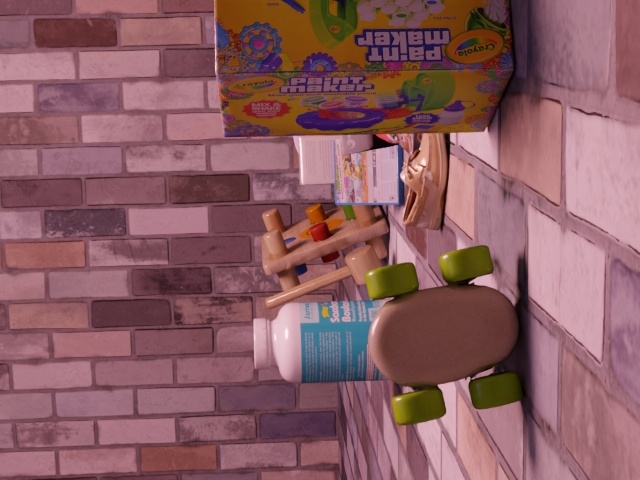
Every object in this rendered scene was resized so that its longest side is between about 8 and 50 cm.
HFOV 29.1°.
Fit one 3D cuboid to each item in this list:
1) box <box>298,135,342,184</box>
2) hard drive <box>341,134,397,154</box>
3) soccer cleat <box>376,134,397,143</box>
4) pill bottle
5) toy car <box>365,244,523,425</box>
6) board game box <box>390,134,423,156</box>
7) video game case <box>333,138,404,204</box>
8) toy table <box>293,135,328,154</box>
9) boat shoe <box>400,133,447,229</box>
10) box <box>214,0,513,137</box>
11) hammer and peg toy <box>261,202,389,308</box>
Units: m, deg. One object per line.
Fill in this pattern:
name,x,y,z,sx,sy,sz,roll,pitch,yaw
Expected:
box,0.045,-0.151,2.291,0.130,0.170,0.091,-146,53,-86
hard drive,0.085,-0.267,1.946,0.172,0.054,0.255,-17,-73,-61
soccer cleat,0.122,-0.269,1.840,0.095,0.083,0.248,14,102,56
pill bottle,0.013,0.182,2.208,0.146,0.264,0.146,178,90,-86
toy car,0.130,0.096,1.270,0.188,0.149,0.155,20,-123,-81
board game box,0.112,-0.258,1.684,0.165,0.042,0.243,-128,32,-49
video game case,0.083,-0.122,2.159,0.166,0.015,0.119,2,95,49
toy table,0.015,-0.278,2.454,0.274,0.252,0.161,-105,-5,-46
boat shoe,0.136,-0.085,1.650,0.063,0.059,0.170,-96,5,-56
box,0.035,-0.268,1.289,0.177,0.289,0.279,99,170,-74
hammer and peg toy,0.000,0.000,2.404,0.361,0.266,0.127,-100,-11,-75
